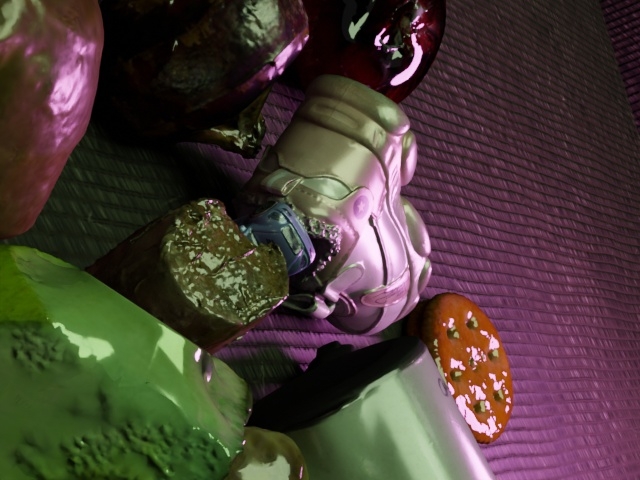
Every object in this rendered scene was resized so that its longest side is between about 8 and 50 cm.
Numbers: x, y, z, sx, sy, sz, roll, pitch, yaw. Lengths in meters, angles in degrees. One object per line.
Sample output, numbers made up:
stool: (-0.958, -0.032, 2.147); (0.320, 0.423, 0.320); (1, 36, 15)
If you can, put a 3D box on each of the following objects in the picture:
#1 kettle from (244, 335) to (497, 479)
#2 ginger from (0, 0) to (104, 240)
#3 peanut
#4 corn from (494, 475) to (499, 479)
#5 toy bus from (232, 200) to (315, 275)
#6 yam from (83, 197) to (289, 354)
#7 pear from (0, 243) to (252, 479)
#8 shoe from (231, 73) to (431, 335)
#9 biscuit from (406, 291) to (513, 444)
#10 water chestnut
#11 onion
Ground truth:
kettle: (0.086, 0.299, 1.346); (0.376, 0.250, 0.361); (64, 8, -4)
ginger: (-0.269, -0.139, 1.004); (0.269, 0.223, 0.200); (56, 27, -18)
peanut: (-0.087, 0.239, 1.148); (0.109, 0.159, 0.140); (-156, -121, -69)
corn: (0.250, 0.417, 1.657); (0.313, 0.102, 0.102); (54, 32, -29)
toy bus: (-0.091, 0.025, 1.252); (0.073, 0.167, 0.076); (60, 33, -15)
yam: (-0.149, 0.065, 1.067); (0.128, 0.238, 0.129); (9, 57, -51)
pear: (-0.222, 0.135, 0.922); (0.282, 0.286, 0.176); (35, 13, -12)
shoe: (-0.002, 0.000, 1.407); (0.198, 0.172, 0.351); (-47, 144, -33)
biscuit: (0.190, 0.177, 1.746); (0.220, 0.066, 0.220); (34, 44, -42)
water chestnut: (-0.116, -0.193, 1.307); (0.238, 0.224, 0.223); (53, 32, -17)
onion: (0.067, -0.292, 1.631); (0.273, 0.285, 0.273); (-8, 104, -35)
